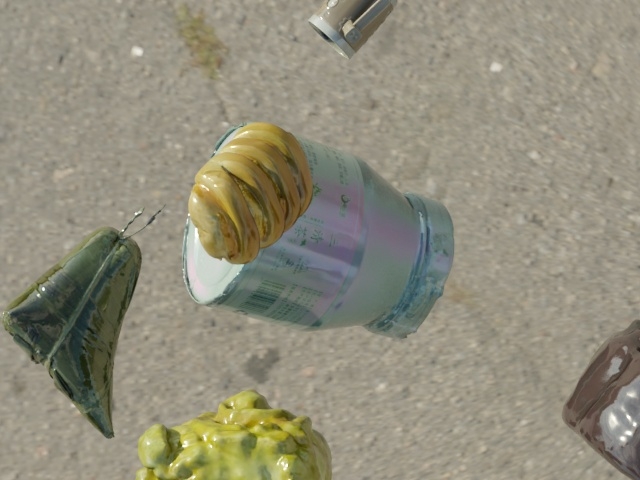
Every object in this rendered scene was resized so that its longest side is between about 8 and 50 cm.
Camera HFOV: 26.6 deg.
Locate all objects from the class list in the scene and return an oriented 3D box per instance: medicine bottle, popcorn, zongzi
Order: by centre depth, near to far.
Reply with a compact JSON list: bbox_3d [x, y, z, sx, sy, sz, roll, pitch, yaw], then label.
[{"bbox_3d":[-0.149,0.057,1.041,0.154,0.062,0.130,-41,92,-8],"label":"zongzi"},{"bbox_3d":[0.000,0.000,1.739,0.245,0.290,0.245,-41,41,49],"label":"medicine bottle"},{"bbox_3d":[-0.114,0.308,1.770,0.250,0.242,0.235,10,72,6],"label":"popcorn"}]

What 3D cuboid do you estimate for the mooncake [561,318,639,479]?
[{"bbox_3d":[0.392,0.197,1.362,0.283,0.283,0.141,35,99,22],"label":"mooncake"}]

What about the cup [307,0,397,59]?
[{"bbox_3d":[0.042,-0.291,1.703,0.074,0.102,0.099,42,91,4],"label":"cup"}]

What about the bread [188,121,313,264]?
[{"bbox_3d":[-0.072,-0.049,1.455,0.084,0.177,0.119,-2,120,32],"label":"bread"}]
